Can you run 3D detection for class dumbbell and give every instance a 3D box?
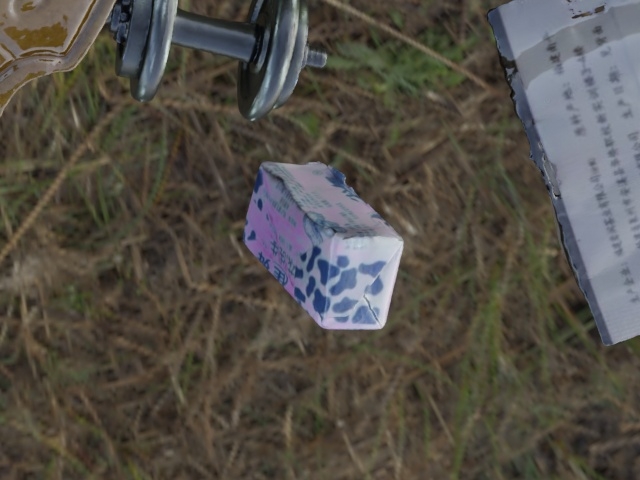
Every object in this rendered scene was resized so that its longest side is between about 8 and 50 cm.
[{"bbox_3d":[-0.131,-0.247,1.805,0.290,0.192,0.192,10,118,-14],"label":"dumbbell"}]

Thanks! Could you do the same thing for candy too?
[{"bbox_3d":[0.000,0.000,1.277,0.073,0.160,0.092,-2,118,-30],"label":"candy"}]

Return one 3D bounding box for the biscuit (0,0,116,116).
[{"bbox_3d":[-0.229,-0.143,0.861,0.215,0.034,0.182,-36,120,2],"label":"biscuit"}]

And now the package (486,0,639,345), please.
[{"bbox_3d":[0.235,-0.063,0.941,0.204,0.062,0.251,-19,112,11],"label":"package"}]
